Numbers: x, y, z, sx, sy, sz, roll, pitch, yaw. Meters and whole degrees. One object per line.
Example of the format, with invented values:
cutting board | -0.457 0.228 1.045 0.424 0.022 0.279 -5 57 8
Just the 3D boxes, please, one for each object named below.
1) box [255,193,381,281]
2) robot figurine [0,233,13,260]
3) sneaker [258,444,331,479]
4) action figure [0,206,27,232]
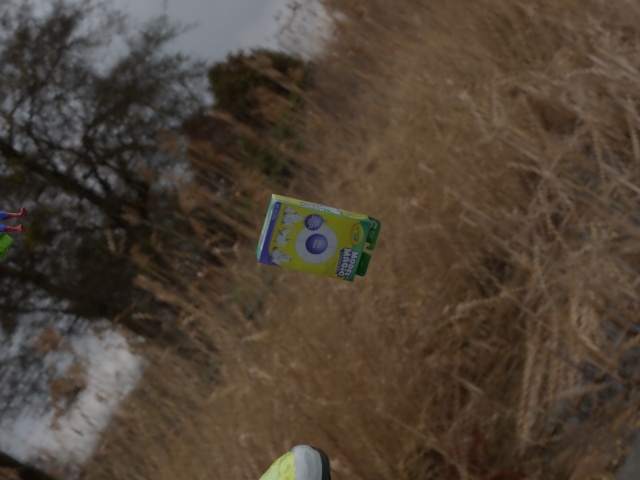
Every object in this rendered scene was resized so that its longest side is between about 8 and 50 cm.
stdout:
box | 0.000 0.000 1.627 0.043 0.179 0.105 -117 41 -66
robot figurine | -0.583 -0.011 1.797 0.101 0.115 0.067 -57 5 30
sneaker | -0.104 0.363 1.178 0.384 0.147 0.145 -59 23 34
action figure | -0.423 -0.025 1.304 0.030 0.115 0.038 83 -175 -72
